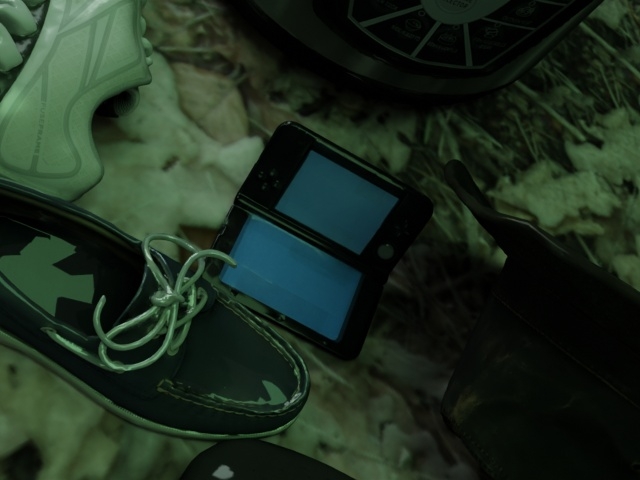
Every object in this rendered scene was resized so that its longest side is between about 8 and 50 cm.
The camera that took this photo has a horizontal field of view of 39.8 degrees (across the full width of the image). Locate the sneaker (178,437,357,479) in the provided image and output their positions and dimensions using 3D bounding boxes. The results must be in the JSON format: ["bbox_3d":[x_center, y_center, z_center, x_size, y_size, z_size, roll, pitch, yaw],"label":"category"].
[{"bbox_3d":[0.064,0.182,0.431,0.331,0.146,0.122,32,46,22],"label":"sneaker"}]

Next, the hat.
[{"bbox_3d":[0.160,0.101,0.550,0.331,0.331,0.134,42,96,-1],"label":"hat"}]

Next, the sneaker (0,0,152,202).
[{"bbox_3d":[-0.159,-0.150,0.576,0.118,0.110,0.292,30,58,-25],"label":"sneaker"}]

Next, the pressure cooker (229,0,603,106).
[{"bbox_3d":[0.117,-0.343,0.611,0.370,0.420,0.375,-35,84,-36],"label":"pressure cooker"}]

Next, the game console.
[{"bbox_3d":[0.000,0.000,0.588,0.122,0.107,0.071,29,27,-11],"label":"game console"}]

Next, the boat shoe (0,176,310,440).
[{"bbox_3d":[-0.112,0.036,0.505,0.255,0.079,0.095,31,55,-9],"label":"boat shoe"}]
